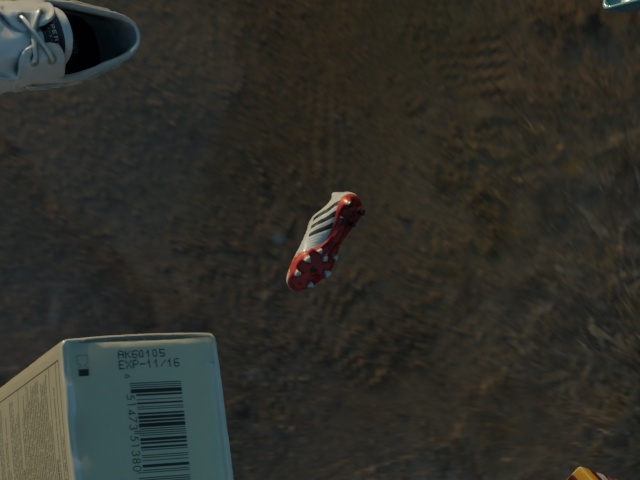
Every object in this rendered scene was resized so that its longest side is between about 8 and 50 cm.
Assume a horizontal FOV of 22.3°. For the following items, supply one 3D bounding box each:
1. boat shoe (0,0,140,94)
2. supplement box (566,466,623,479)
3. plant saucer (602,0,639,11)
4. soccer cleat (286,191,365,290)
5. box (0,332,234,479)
[{"bbox_3d":[-0.250,-0.173,1.382,0.084,0.258,0.095,-11,96,30],"label":"boat shoe"},{"bbox_3d":[0.262,0.261,1.326,0.081,0.188,0.104,-50,49,15],"label":"supplement box"},{"bbox_3d":[0.274,-0.191,1.044,0.192,0.018,0.067,-9,54,35],"label":"plant saucer"},{"bbox_3d":[0.000,0.000,1.175,0.083,0.029,0.035,-57,32,-6],"label":"soccer cleat"},{"bbox_3d":[-0.185,0.175,1.275,0.121,0.311,0.148,-1,76,-26],"label":"box"}]
